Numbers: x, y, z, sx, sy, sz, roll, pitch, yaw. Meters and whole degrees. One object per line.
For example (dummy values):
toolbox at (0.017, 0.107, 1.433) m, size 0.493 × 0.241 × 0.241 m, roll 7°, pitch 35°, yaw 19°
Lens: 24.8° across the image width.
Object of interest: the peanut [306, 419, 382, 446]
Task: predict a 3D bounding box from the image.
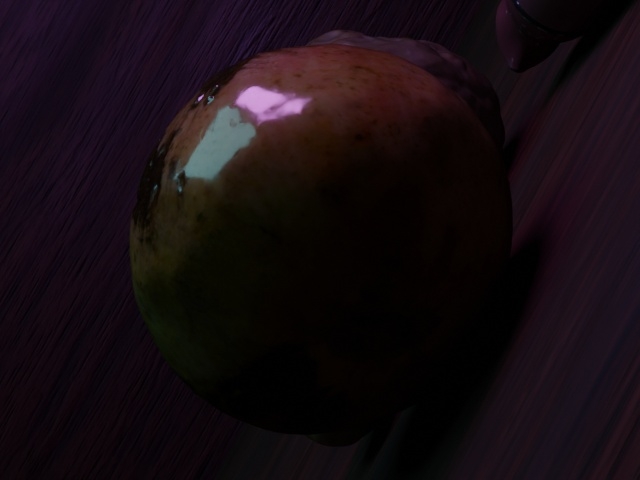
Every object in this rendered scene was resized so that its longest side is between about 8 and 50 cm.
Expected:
peanut at (0.046, 0.092, 1.411) m, size 0.117 × 0.101 × 0.263 m, roll -48°, pitch 11°, yaw 54°

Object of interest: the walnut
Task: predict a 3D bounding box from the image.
walnut at (0.061, -0.104, 1.543) m, size 0.273 × 0.273 × 0.227 m, roll -59°, pitch 40°, yaw 30°

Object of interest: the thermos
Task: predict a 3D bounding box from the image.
thermos at (0.249, -0.288, 1.379) m, size 0.330 × 0.109 × 0.136 m, roll 124°, pitch 133°, yaw -61°

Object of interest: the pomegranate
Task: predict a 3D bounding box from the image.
pomegranate at (0.000, 0.000, 1.157) m, size 0.322 × 0.322 × 0.322 m, roll -60°, pitch 3°, yaw 5°
